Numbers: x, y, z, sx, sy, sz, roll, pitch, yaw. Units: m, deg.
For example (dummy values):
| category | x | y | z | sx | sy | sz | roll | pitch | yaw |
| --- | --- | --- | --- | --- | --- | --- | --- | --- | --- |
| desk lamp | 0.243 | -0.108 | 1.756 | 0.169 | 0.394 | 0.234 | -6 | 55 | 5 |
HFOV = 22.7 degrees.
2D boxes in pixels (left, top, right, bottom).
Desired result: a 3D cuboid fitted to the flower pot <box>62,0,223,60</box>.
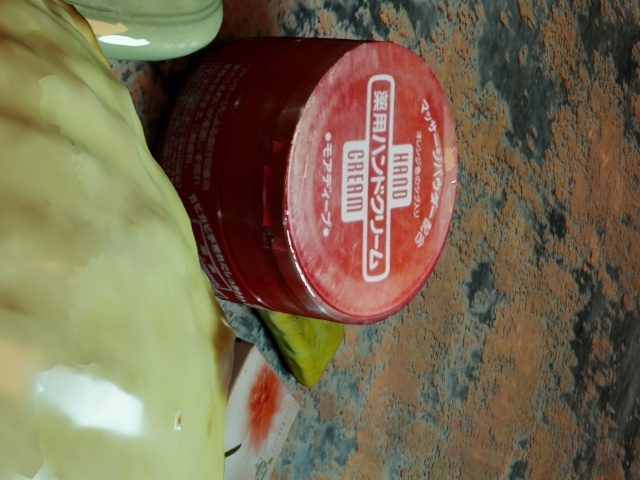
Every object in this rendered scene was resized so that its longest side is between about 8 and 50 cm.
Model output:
| category | x | y | z | sx | sy | sz | roll | pitch | yaw |
| --- | --- | --- | --- | --- | --- | --- | --- | --- | --- |
| flower pot | -0.108 | -0.228 | 0.661 | 0.307 | 0.307 | 0.244 | -19 | 135 | -61 |

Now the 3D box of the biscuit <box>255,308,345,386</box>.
| category | x | y | z | sx | sy | sz | roll | pitch | yaw |
| --- | --- | --- | --- | --- | --- | --- | --- | --- | --- |
| biscuit | 0.000 | 0.000 | 1.240 | 0.183 | 0.039 | 0.174 | -65 | 150 | -23 |

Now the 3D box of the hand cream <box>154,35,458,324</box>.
| category | x | y | z | sx | sy | sz | roll | pitch | yaw |
| --- | --- | --- | --- | --- | --- | --- | --- | --- | --- |
| hand cream | -0.008 | -0.043 | 1.070 | 0.193 | 0.125 | 0.193 | -15 | 109 | -49 |

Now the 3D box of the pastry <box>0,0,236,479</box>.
| category | x | y | z | sx | sy | sz | roll | pitch | yaw |
| --- | --- | --- | --- | --- | --- | --- | --- | --- | --- |
| pastry | -0.206 | 0.066 | 0.483 | 0.388 | 0.388 | 0.312 | -69 | 156 | -17 |

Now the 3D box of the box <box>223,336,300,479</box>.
| category | x | y | z | sx | sy | sz | roll | pitch | yaw |
| --- | --- | --- | --- | --- | --- | --- | --- | --- | --- |
| box | -0.079 | 0.150 | 1.125 | 0.156 | 0.060 | 0.111 | -67 | 151 | -22 |
